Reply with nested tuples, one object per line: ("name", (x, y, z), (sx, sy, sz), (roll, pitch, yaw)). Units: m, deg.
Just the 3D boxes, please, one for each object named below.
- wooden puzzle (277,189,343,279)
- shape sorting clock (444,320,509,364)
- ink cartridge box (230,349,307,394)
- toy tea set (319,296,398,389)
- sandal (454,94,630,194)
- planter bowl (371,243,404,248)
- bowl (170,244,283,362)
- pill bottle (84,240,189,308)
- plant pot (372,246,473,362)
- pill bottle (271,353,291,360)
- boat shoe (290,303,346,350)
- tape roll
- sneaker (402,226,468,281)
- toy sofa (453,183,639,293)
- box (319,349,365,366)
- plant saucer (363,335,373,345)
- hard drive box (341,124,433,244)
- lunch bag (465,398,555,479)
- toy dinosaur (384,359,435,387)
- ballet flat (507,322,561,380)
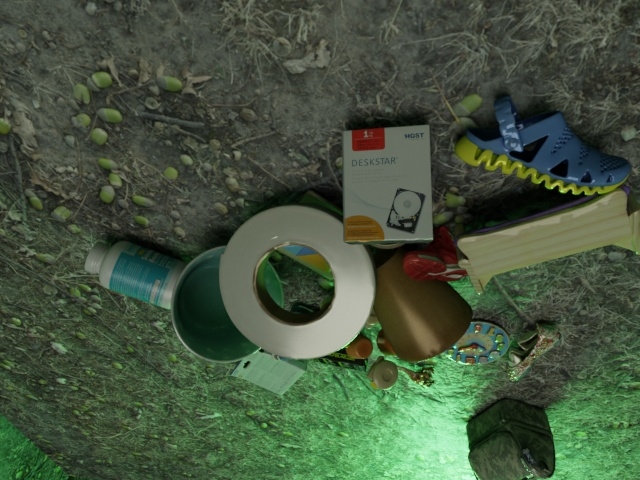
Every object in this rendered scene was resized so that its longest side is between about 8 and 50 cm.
("wooden puzzle", (0.000, 0.000, 1.152), (0.221, 0.044, 0.238), (30, 130, -17))
("shape sorting clock", (0.482, 0.325, 1.362), (0.206, 0.040, 0.206), (5, 132, 5))
("ink cartridge box", (-0.194, 0.473, 1.612), (0.224, 0.045, 0.223), (26, 130, -12))
("toy tea set", (0.133, 0.278, 1.315), (0.336, 0.200, 0.124), (50, 159, -13))
("sandal", (0.431, -0.184, 0.838), (0.318, 0.126, 0.138), (18, 124, 10))
("planter bowl", (0.154, -0.048, 1.021), (0.162, 0.162, 0.109), (1, 161, 9))
("bowl", (-0.276, 0.168, 1.214), (0.311, 0.311, 0.163), (41, 159, -25))
("pill bottle", (-0.526, 0.091, 1.259), (0.264, 0.146, 0.146), (21, 132, -9))
("plant pot", (0.227, 0.141, 1.139), (0.237, 0.237, 0.254), (-29, 105, 30))
("pill bottle", (-0.102, 0.376, 1.494), (0.120, 0.067, 0.067), (-10, 129, 19))
("boat shoe", (0.017, 0.275, 1.374), (0.255, 0.079, 0.095), (21, 134, -6))
("tape roll", (-0.057, 0.099, 1.071), (0.392, 0.072, 0.391), (2, 101, 10))
("sneaker", (0.265, 0.026, 1.059), (0.221, 0.128, 0.087), (16, 141, -42))
("toy sofa", (0.485, -0.029, 0.970), (0.363, 0.150, 0.177), (-20, 120, 25))
("box", (0.061, 0.387, 1.427), (0.184, 0.045, 0.190), (10, 160, 13))
("plant saucer", (0.118, 0.362, 1.473), (0.119, 0.021, 0.119), (5, 133, 6))
("hard drive box", (0.138, -0.110, 0.909), (0.181, 0.232, 0.089), (-2, 175, 11))
("lunch bag", (0.686, 0.761, 1.573), (0.213, 0.256, 0.305), (21, 131, -9))
("toy dinosaur", (0.330, 0.468, 1.503), (0.211, 0.064, 0.112), (39, 128, -23))
("ballet flat", (0.623, 0.332, 1.322), (0.077, 0.091, 0.241), (26, 123, 1))
